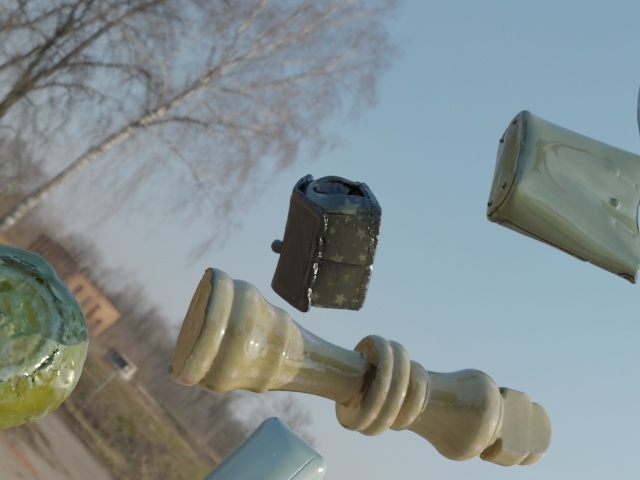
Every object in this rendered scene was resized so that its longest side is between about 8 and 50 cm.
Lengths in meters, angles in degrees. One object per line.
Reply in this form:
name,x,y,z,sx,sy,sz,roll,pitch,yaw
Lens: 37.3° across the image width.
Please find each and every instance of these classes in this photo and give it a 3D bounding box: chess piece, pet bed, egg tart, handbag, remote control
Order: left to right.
egg tart,-0.306,0.080,0.886,0.197,0.197,0.078,48,-36,-3
remote control,-0.123,0.325,1.091,0.103,0.293,0.051,38,-28,21
pet bed,0.000,0.000,1.636,0.183,0.159,0.210,-109,-153,-63
chess piece,0.056,0.142,0.942,0.397,0.117,0.117,20,-9,-14
handbag,0.416,-0.066,1.432,0.316,0.241,0.109,20,-34,-4

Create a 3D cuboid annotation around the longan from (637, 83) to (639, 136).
longan,0.396,-0.090,0.614,0.361,0.361,0.361,43,-15,15
